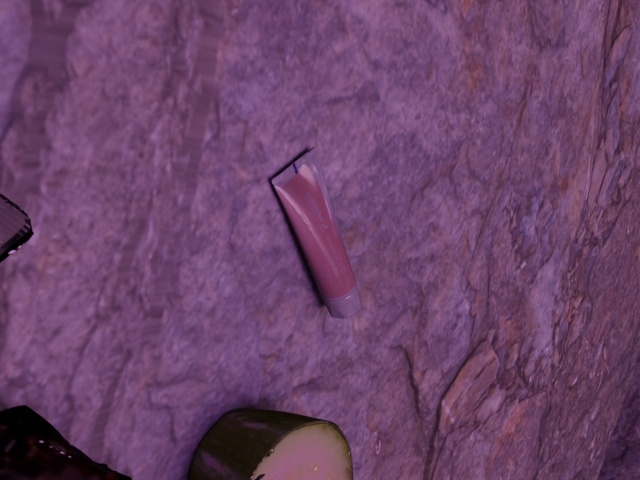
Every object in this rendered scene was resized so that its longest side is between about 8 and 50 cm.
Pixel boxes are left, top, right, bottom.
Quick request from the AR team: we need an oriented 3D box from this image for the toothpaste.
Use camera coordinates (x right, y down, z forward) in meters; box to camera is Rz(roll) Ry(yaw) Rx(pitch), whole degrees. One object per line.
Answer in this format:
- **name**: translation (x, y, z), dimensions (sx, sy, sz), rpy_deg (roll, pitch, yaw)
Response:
- **toothpaste**: translation (0.000, 0.000, 0.836), dimensions (0.067, 0.043, 0.194), rpy_deg (-41, 127, -32)

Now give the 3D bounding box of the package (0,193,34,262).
- **package**: translation (-0.288, 0.015, 0.405), dimensions (0.154, 0.030, 0.239), rpy_deg (46, 56, -10)

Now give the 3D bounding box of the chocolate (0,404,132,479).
- **chocolate**: translation (-0.173, 0.250, 0.530), dimensions (0.224, 0.177, 0.206), rpy_deg (88, 23, -55)

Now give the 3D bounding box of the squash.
- **squash**: translation (-0.055, 0.248, 0.794), dimensions (0.170, 0.123, 0.170), rpy_deg (-22, 121, -44)
